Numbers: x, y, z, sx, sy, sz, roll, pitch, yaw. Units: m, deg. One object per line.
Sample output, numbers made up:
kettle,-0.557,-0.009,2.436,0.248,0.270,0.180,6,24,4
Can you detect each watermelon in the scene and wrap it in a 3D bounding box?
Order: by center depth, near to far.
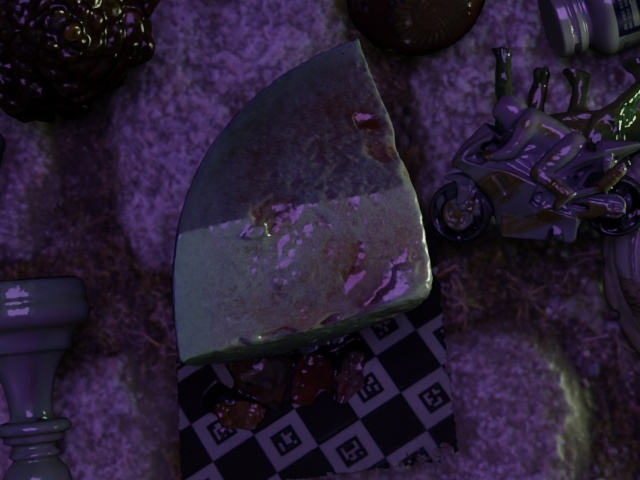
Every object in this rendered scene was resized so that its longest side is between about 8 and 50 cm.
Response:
watermelon,0.000,0.000,1.645,0.258,0.228,0.387,20,61,21

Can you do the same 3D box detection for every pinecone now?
pinecone,-0.284,-0.233,1.752,0.229,0.201,0.202,-29,81,-2

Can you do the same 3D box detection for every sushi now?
sushi,-0.004,0.135,1.717,0.290,0.050,0.264,-11,60,10

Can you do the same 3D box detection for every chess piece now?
chess piece,-0.296,0.175,1.700,0.139,0.139,0.272,-6,86,0

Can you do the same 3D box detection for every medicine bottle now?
medicine bottle,0.338,-0.265,1.790,0.191,0.107,0.107,-19,76,-3

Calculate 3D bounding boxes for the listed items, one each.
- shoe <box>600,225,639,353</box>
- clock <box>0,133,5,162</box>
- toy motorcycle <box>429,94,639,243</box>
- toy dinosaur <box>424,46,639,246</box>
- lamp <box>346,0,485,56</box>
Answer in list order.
shoe,0.417,0.085,1.656,0.171,0.198,0.351,-25,78,-6
clock,-0.432,-0.048,1.775,0.144,0.073,0.193,10,77,3
toy motorcycle,0.219,-0.074,1.689,0.225,0.073,0.152,-2,98,15
toy dinosaur,0.242,-0.050,1.752,0.447,0.087,0.301,6,76,10
lamp,0.101,-0.280,1.791,0.157,0.156,0.135,13,32,-27
